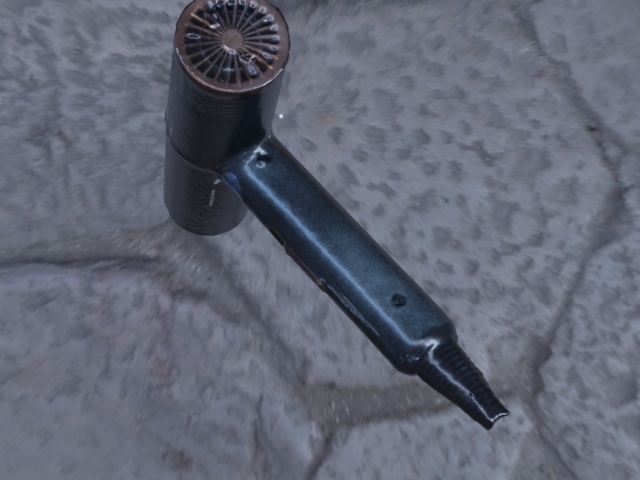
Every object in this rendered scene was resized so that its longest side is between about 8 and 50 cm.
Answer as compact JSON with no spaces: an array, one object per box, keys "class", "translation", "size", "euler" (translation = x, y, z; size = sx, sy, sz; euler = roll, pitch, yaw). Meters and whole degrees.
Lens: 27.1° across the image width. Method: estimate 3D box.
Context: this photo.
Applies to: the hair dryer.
[{"class":"hair dryer","translation":[0.002,0.008,0.564],"size":[0.050,0.173,0.195],"euler":[-36,81,-16]}]
